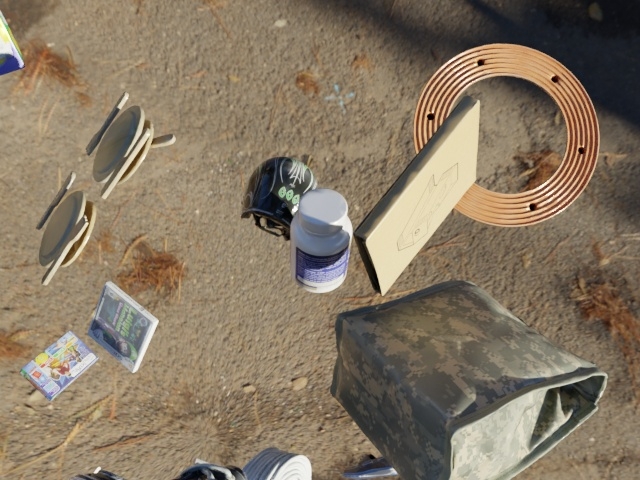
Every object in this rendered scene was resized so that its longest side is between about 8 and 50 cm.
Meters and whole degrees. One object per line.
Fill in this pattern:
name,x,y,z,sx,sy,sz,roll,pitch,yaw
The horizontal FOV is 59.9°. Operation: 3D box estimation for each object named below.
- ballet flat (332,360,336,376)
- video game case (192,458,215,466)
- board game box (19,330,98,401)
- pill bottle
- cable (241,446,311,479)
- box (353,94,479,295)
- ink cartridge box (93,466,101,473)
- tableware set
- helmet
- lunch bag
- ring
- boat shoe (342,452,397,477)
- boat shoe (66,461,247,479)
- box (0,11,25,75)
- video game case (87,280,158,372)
ballet flat,0.202,0.300,1.259,0.348,0.123,0.123,-1,70,3
video game case,-0.338,0.762,1.710,0.143,0.019,0.157,26,26,-11
board game box,-0.850,0.406,1.817,0.136,0.035,0.201,45,38,-3
pill bottle,0.000,0.000,1.000,0.111,0.187,0.112,2,52,-2
cable,-0.110,0.552,1.122,0.089,0.257,0.257,11,29,28
box,0.118,-0.043,0.642,0.021,0.164,0.201,33,76,26
ink cartridge box,-0.459,0.574,1.113,0.067,0.115,0.198,3,35,16
tableware set,-0.227,-0.050,0.577,0.039,0.128,0.194,30,103,-39
helmet,-0.082,-0.098,1.176,0.169,0.169,0.162,23,68,-3
lunch bag,0.191,0.176,0.728,0.286,0.169,0.235,-13,32,-28
ring,0.331,-0.189,0.999,0.336,0.032,0.337,0,83,-1
boat shoe,0.150,0.677,1.670,0.183,0.066,0.066,-17,59,24
boat shoe,-0.113,0.266,0.540,0.301,0.108,0.102,45,53,-35
box,-0.415,-0.260,0.602,0.105,0.179,0.043,-27,41,-17
video game case,-0.518,0.227,1.446,0.173,0.190,0.022,35,27,11
